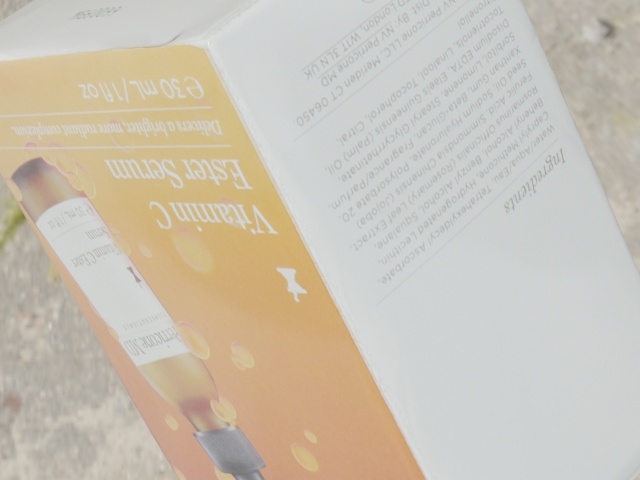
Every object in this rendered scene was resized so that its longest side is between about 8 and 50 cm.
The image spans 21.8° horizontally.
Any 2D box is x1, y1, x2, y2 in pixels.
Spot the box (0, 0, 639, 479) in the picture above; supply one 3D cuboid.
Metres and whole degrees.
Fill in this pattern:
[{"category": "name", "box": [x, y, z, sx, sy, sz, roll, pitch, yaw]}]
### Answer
[{"category": "box", "box": [0.000, 0.000, 0.449, 0.091, 0.130, 0.170, -41, 115, -31]}]
